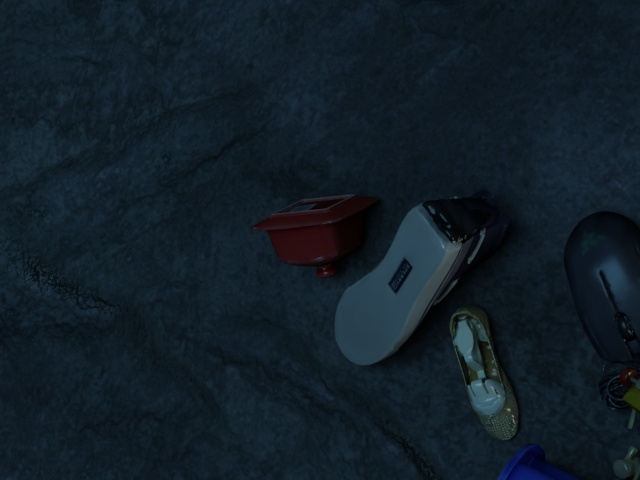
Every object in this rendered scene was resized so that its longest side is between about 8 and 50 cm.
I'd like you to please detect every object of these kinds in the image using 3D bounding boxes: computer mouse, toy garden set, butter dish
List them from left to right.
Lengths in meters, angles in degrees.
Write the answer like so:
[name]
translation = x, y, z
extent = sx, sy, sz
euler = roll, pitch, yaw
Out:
[butter dish]
translation = 0.000, 0.000, 2.160
extent = 0.160, 0.160, 0.118
euler = -4, 103, 29
[computer mouse]
translation = 0.417, 0.080, 1.918
extent = 0.188, 0.072, 0.272
euler = -30, 69, 24
[toy garden set]
translation = 0.466, 0.297, 1.838
extent = 0.204, 0.049, 0.244
euler = 34, 125, 50

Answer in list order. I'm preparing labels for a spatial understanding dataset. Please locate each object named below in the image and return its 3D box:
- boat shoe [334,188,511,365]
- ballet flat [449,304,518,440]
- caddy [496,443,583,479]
[boat shoe]
translation = 0.155, 0.059, 2.071
extent = 0.127, 0.158, 0.340
euler = 57, 138, 20
[ballet flat]
translation = 0.229, 0.191, 2.024
extent = 0.073, 0.067, 0.206
euler = -27, 70, 24
[caddy]
translation = 0.264, 0.445, 1.864
extent = 0.179, 0.241, 0.341
euler = 18, 90, 27
